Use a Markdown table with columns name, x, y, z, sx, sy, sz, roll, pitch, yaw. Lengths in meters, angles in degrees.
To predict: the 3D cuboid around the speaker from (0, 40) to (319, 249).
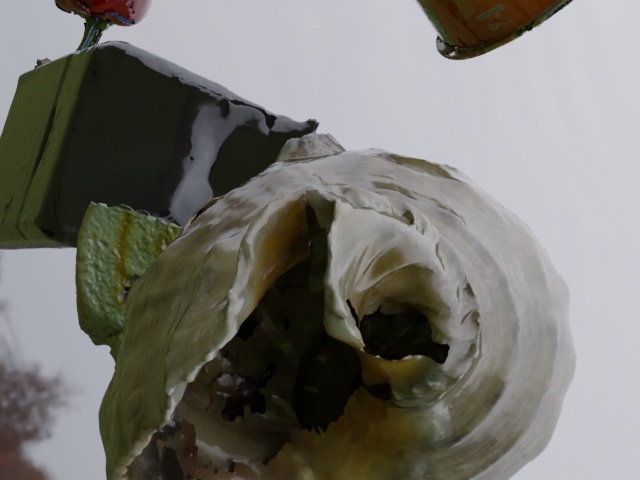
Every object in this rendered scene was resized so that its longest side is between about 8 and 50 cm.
| name | x | y | z | sx | sy | sz | roll | pitch | yaw |
| --- | --- | --- | --- | --- | --- | --- | --- | --- | --- |
| speaker | -0.173 | -0.057 | 1.453 | 0.388 | 0.184 | 0.180 | 2 | -106 | 67 |

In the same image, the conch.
| name | x | y | z | sx | sy | sz | roll | pitch | yaw |
| --- | --- | --- | --- | --- | --- | --- | --- | --- | --- |
| conch | -0.009 | 0.051 | 0.835 | 0.186 | 0.263 | 0.324 | 46 | -6 | 36 |

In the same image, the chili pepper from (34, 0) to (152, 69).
| name | x | y | z | sx | sy | sz | roll | pitch | yaw |
| --- | --- | --- | --- | --- | --- | --- | --- | --- | --- |
| chili pepper | -0.200 | -0.338 | 1.694 | 0.387 | 0.110 | 0.110 | -71 | -161 | 1 |

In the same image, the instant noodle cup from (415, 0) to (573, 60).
| name | x | y | z | sx | sy | sz | roll | pitch | yaw |
| --- | --- | --- | --- | --- | --- | --- | --- | --- | --- |
| instant noodle cup | 0.123 | -0.281 | 1.251 | 0.182 | 0.230 | 0.230 | 46 | -7 | -19 |

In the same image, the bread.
| name | x | y | z | sx | sy | sz | roll | pitch | yaw |
| --- | --- | --- | --- | --- | --- | --- | --- | --- | --- |
| bread | -0.090 | 0.046 | 1.063 | 0.103 | 0.156 | 0.110 | 90 | 17 | -76 |
